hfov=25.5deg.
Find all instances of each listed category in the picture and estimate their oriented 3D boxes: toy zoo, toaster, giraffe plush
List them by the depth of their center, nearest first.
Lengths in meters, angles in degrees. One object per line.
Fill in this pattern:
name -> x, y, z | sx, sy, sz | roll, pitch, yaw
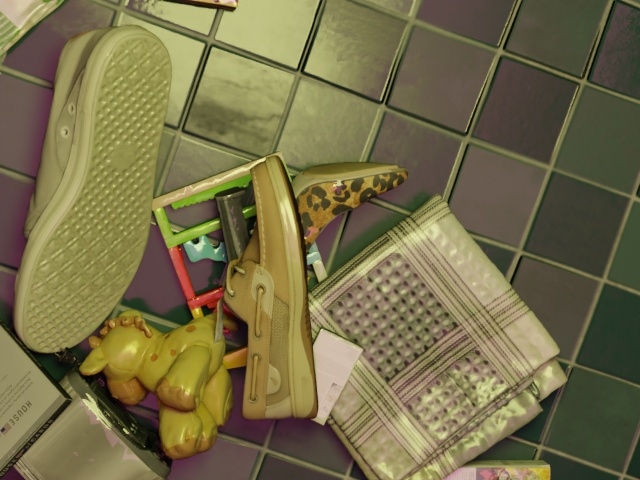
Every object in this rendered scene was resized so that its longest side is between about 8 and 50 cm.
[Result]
giraffe plush -> -0.215, 0.165, 1.829 | 0.171, 0.181, 0.210 | 8, 94, 15
toaster -> -0.312, 0.269, 1.852 | 0.146, 0.129, 0.227 | -43, 97, 1
toy zoo -> -0.091, 0.048, 1.906 | 0.192, 0.030, 0.293 | -20, 97, -5

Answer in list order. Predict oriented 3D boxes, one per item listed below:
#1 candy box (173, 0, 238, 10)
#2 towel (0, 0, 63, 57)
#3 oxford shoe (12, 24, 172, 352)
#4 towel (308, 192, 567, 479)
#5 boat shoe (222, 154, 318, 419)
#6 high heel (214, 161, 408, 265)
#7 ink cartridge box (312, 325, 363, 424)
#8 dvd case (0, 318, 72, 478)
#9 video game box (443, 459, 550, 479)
candy box -> -0.151, -0.402, 1.850 | 0.109, 0.053, 0.186 | 8, 93, -8
towel -> -0.459, -0.357, 1.828 | 0.325, 0.038, 0.248 | -44, 97, 1
oxford shoe -> -0.307, -0.069, 1.831 | 0.169, 0.130, 0.449 | 2, 109, -44
towel -> 0.134, 0.155, 1.892 | 0.312, 0.056, 0.324 | -37, 96, -2
boat shoe -> -0.070, 0.065, 1.761 | 0.110, 0.121, 0.341 | -5, 101, 1
high heel -> 0.000, 0.000, 1.862 | 0.261, 0.093, 0.186 | -13, 106, -7
ink cartridge box -> 0.003, 0.178, 1.857 | 0.063, 0.029, 0.115 | 27, 93, -3
dvd case -> -0.455, 0.187, 1.819 | 0.179, 0.029, 0.239 | -47, 70, 3
video game box -> 0.222, 0.407, 1.965 | 0.187, 0.048, 0.205 | 2, 95, -3
